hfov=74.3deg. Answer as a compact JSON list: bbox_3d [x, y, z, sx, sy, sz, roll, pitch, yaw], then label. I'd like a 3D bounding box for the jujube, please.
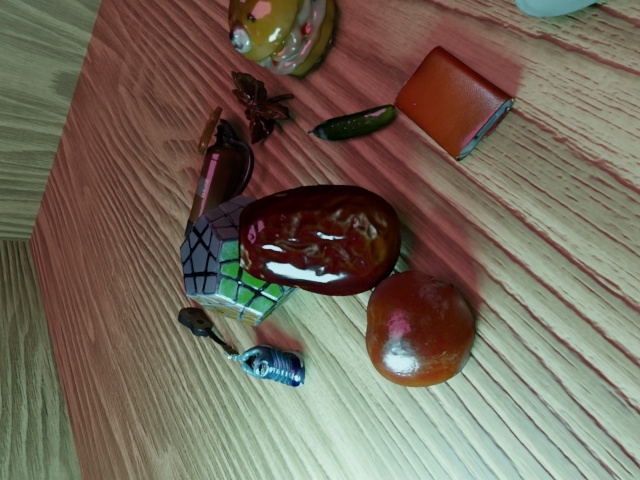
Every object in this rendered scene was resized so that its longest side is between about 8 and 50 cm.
[{"bbox_3d":[0.000,0.000,0.839,0.223,0.319,0.222,-179,90,-75],"label":"jujube"}]

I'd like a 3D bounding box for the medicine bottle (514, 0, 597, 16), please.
[{"bbox_3d":[0.345,-0.561,0.631,0.225,0.225,0.383,-19,74,41],"label":"medicine bottle"}]

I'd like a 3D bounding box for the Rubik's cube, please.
[{"bbox_3d":[-0.178,0.050,1.031,0.264,0.319,0.318,-19,71,13],"label":"Rubik's cube"}]

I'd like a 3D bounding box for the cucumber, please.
[{"bbox_3d":[0.065,-0.266,0.982,0.250,0.056,0.055,-2,85,42],"label":"cucumber"}]

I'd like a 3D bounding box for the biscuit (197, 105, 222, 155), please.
[{"bbox_3d":[-0.339,-0.326,1.281,0.250,0.035,0.162,-104,37,-58],"label":"biscuit"}]

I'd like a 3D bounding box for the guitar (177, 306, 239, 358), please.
[{"bbox_3d":[-0.341,0.289,1.301,0.271,0.084,0.038,31,110,34],"label":"guitar"}]

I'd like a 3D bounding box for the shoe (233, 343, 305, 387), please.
[{"bbox_3d":[-0.124,0.318,1.064,0.207,0.106,0.091,3,89,38],"label":"shoe"}]

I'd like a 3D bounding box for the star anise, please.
[{"bbox_3d":[-0.171,-0.372,1.176,0.212,0.111,0.196,41,138,6],"label":"star anise"}]

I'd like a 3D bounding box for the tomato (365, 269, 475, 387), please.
[{"bbox_3d":[0.169,0.175,0.759,0.199,0.112,0.227,-10,98,28],"label":"tomato"}]

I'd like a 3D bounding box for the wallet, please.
[{"bbox_3d":[0.248,-0.265,0.814,0.142,0.045,0.204,-52,55,24],"label":"wallet"}]

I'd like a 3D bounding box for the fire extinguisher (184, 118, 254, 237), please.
[{"bbox_3d":[-0.285,-0.162,1.274,0.201,0.113,0.375,22,102,18],"label":"fire extinguisher"}]

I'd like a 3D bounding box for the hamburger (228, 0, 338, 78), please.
[{"bbox_3d":[-0.119,-0.570,1.063,0.277,0.237,0.275,-8,79,45],"label":"hamburger"}]

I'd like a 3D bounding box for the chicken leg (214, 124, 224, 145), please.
[{"bbox_3d":[-0.331,-0.271,1.361,0.093,0.053,0.204,22,96,59],"label":"chicken leg"}]
